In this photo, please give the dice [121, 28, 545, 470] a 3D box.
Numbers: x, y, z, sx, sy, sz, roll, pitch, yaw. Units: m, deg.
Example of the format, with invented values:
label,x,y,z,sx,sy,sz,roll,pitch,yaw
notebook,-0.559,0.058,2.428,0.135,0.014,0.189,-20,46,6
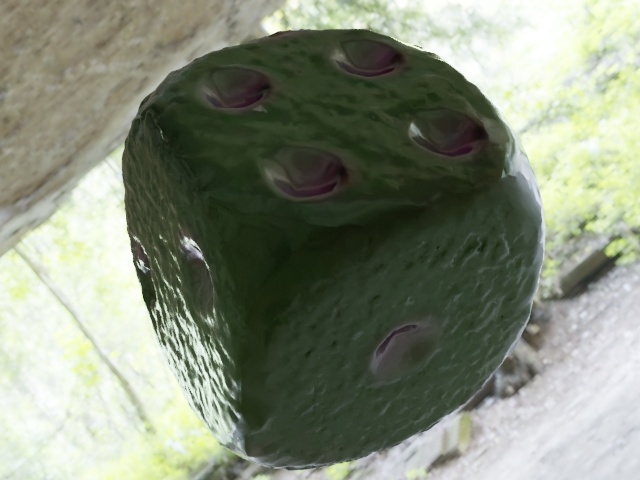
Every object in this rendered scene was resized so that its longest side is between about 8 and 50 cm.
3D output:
label,x,y,z,sx,sy,sz,roll,pitch,yaw
dice,0.000,0.000,0.996,0.322,0.330,0.318,-18,-45,-24
